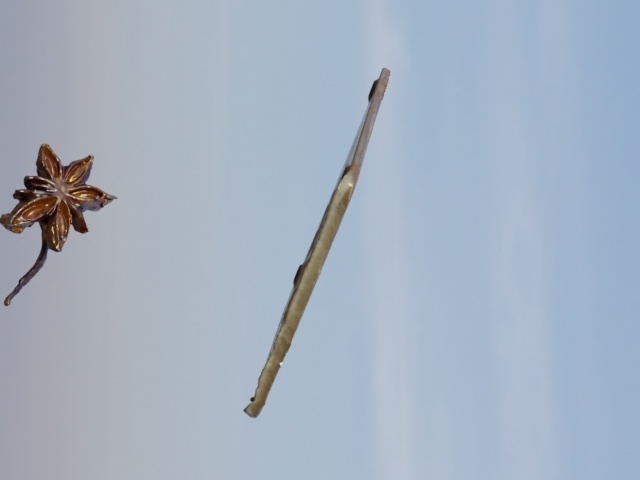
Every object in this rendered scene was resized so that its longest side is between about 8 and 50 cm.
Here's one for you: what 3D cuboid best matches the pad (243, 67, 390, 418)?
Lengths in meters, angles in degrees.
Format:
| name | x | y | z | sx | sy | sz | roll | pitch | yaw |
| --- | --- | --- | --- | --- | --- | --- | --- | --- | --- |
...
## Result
| name | x | y | z | sx | sy | sz | roll | pitch | yaw |
| --- | --- | --- | --- | --- | --- | --- | --- | --- | --- |
| pad | 0.000 | 0.000 | 1.779 | 0.286 | 0.018 | 0.284 | -70 | -178 | -62 |

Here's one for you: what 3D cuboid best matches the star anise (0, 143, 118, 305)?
| name | x | y | z | sx | sy | sz | roll | pitch | yaw |
| --- | --- | --- | --- | --- | --- | --- | --- | --- | --- |
| star anise | -0.296 | -0.016 | 1.985 | 0.070 | 0.097 | 0.190 | -33 | -154 | 58 |
